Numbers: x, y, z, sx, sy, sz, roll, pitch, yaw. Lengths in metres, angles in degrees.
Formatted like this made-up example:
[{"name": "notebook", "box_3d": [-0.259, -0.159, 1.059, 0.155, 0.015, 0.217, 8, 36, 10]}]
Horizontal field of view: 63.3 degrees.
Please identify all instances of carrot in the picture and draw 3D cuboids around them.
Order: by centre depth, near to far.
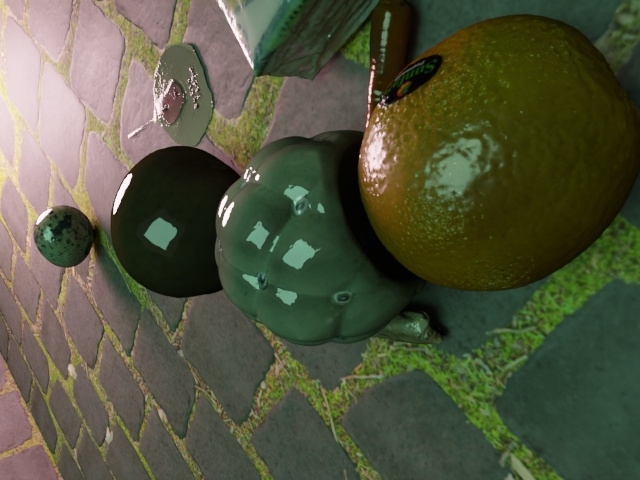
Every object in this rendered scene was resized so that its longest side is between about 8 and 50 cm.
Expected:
[{"name": "carrot", "box_3d": [0.072, -0.174, 0.613, 0.048, 0.048, 0.216, 28, 125, 36]}]

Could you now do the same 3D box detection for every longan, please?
[{"name": "longan", "box_3d": [-0.202, -0.029, 0.797, 0.248, 0.248, 0.248, 15, 112, 41]}]

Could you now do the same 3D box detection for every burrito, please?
[{"name": "burrito", "box_3d": [0.080, 0.108, 0.682, 0.171, 0.042, 0.051, 3, 134, 49]}]

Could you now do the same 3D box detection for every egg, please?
[{"name": "egg", "box_3d": [-0.627, -0.006, 1.274, 0.132, 0.132, 0.172, 37, 135, 31]}]

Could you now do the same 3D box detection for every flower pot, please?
[{"name": "flower pot", "box_3d": [0.000, 0.000, 0.592, 0.195, 0.246, 0.246, -24, 85, 37]}]

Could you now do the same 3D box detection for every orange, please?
[{"name": "orange", "box_3d": [0.144, -0.069, 0.449, 0.236, 0.236, 0.236, 15, 112, 41]}]

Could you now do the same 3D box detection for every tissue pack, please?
[{"name": "tissue pack", "box_3d": [-0.049, -0.382, 0.607, 0.228, 0.128, 0.310, -37, 74, 44]}]

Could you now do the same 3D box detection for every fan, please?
[{"name": "fan", "box_3d": [-0.296, -0.241, 0.969, 0.310, 0.010, 0.182, -17, 91, 45]}]
